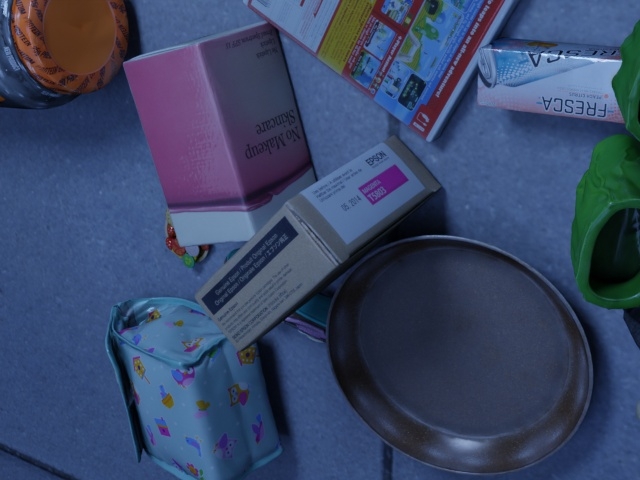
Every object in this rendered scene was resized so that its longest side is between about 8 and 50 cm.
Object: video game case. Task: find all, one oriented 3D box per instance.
[{"bbox_3d":[0.057,-0.267,1.005,0.285,0.025,0.204,39,128,15],"label":"video game case"}]

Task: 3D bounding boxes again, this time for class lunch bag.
[{"bbox_3d":[-0.203,0.209,1.326,0.262,0.160,0.223,12,121,43],"label":"lunch bag"}]

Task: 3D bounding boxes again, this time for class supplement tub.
[{"bbox_3d":[-0.430,-0.279,1.228,0.338,0.207,0.207,7,114,33],"label":"supplement tub"}]

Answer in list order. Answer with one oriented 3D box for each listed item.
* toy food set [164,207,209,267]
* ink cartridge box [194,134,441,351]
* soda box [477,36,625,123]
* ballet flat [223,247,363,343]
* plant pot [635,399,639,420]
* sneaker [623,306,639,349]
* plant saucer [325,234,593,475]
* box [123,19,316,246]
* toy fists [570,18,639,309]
[{"bbox_3d":[-0.187,-0.006,1.301,0.082,0.020,0.083,36,127,16],"label":"toy food set"},{"bbox_3d":[0.000,0.000,1.031,0.088,0.235,0.193,50,129,5],"label":"ink cartridge box"},{"bbox_3d":[0.246,-0.155,0.901,0.183,0.058,0.063,12,117,30],"label":"soda box"},{"bbox_3d":[-0.036,0.087,1.211,0.221,0.077,0.079,26,143,23],"label":"ballet flat"},{"bbox_3d":[0.421,0.003,0.680,0.334,0.334,0.305,6,88,33],"label":"plant pot"},{"bbox_3d":[0.395,0.103,0.912,0.217,0.079,0.121,41,142,8],"label":"sneaker"},{"bbox_3d":[0.158,0.129,1.074,0.311,0.050,0.310,11,118,21],"label":"plant saucer"},{"bbox_3d":[-0.112,-0.126,1.109,0.127,0.148,0.232,-5,108,36],"label":"box"},{"bbox_3d":[0.280,-0.081,0.787,0.096,0.142,0.279,10,119,5],"label":"toy fists"}]
